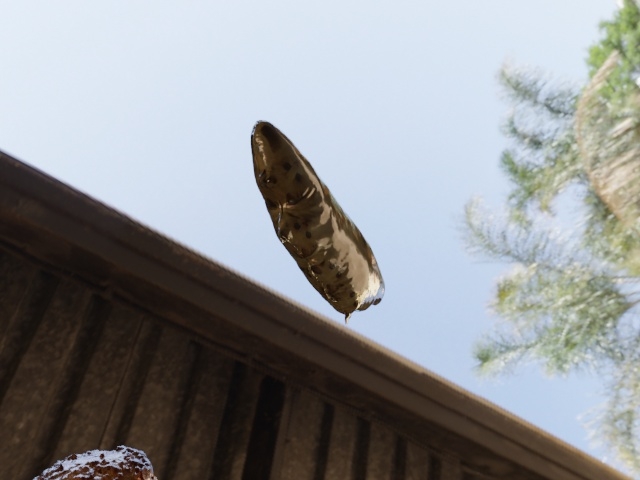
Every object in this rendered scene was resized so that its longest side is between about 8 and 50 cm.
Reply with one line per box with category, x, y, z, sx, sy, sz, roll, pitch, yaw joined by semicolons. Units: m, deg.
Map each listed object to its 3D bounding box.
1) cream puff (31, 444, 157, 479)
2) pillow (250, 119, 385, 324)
cream puff;-0.265;0.335;0.764;0.164;0.240;0.240;46;-141;-27
pillow;0.000;0.001;0.635;0.241;0.051;0.093;54;-144;-40
